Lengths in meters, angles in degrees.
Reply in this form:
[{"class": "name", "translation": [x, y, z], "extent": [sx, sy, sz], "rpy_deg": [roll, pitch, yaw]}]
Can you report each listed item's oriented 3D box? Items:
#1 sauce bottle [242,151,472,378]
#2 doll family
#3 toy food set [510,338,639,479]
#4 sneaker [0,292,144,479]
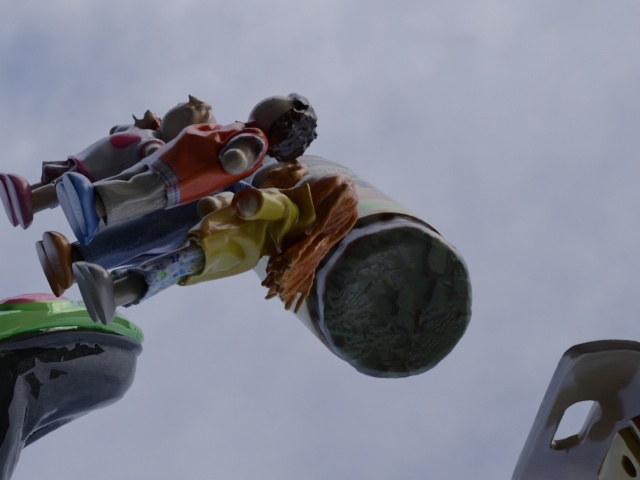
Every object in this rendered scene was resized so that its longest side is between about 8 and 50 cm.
[{"class": "sauce bottle", "translation": [0.000, 0.000, 1.330], "extent": [0.111, 0.111, 0.344], "rpy_deg": [-51, -156, -1]}, {"class": "doll family", "translation": [-0.069, -0.012, 1.019], "extent": [0.163, 0.263, 0.118], "rpy_deg": [-22, -79, -18]}, {"class": "toy food set", "translation": [0.224, 0.229, 1.134], "extent": [0.092, 0.219, 0.306], "rpy_deg": [-24, -117, -18]}, {"class": "sneaker", "translation": [-0.289, 0.171, 1.162], "extent": [0.185, 0.483, 0.202], "rpy_deg": [-7, -73, 39]}]
